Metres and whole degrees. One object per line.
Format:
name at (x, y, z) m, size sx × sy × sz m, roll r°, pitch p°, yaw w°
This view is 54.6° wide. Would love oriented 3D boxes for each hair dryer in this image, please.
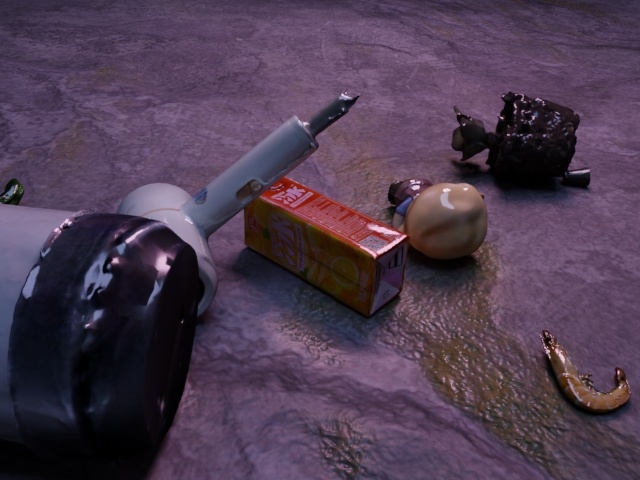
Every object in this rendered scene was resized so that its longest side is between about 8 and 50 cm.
hair dryer at (-0.092, -0.064, 0.743) m, size 0.357 × 0.107 × 0.173 m, roll -39°, pitch 40°, yaw 7°

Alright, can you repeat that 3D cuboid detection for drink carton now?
drink carton at (0.000, 0.000, 0.803) m, size 0.223 × 0.096 × 0.071 m, roll 28°, pitch 41°, yaw 32°

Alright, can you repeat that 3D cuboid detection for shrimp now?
shrimp at (0.291, 0.140, 0.683) m, size 0.083 × 0.023 × 0.114 m, roll -4°, pitch 40°, yaw -16°

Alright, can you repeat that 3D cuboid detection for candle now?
candle at (-0.291, 0.071, 0.564) m, size 0.343 × 0.221 × 0.221 m, roll 7°, pitch 34°, yaw 6°

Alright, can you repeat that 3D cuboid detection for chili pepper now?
chili pepper at (-0.515, -0.046, 0.876) m, size 0.182 × 0.050 × 0.073 m, roll -11°, pitch 30°, yaw -24°

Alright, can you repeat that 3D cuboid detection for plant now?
plant at (0.322, -0.176, 1.052) m, size 0.203 × 0.131 × 0.142 m, roll 5°, pitch -7°, yaw -2°

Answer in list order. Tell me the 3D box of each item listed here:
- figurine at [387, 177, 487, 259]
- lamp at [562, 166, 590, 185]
figurine at (0.155, -0.040, 0.893) m, size 0.114 × 0.108 × 0.196 m, roll 2°, pitch 15°, yaw -20°
lamp at (0.434, -0.135, 1.098) m, size 0.054 × 0.041 × 0.121 m, roll -3°, pitch 37°, yaw 7°
